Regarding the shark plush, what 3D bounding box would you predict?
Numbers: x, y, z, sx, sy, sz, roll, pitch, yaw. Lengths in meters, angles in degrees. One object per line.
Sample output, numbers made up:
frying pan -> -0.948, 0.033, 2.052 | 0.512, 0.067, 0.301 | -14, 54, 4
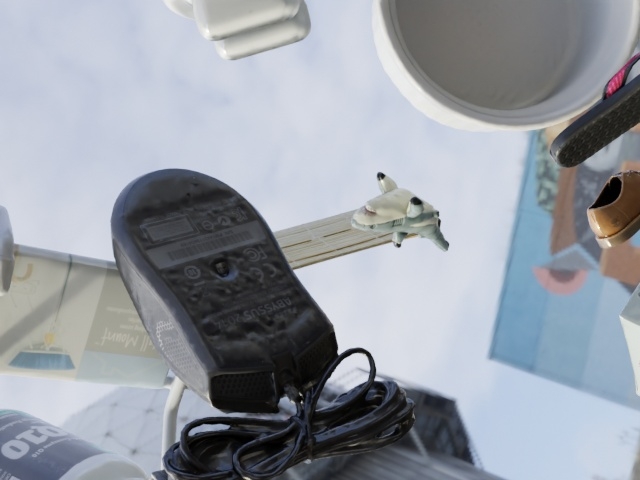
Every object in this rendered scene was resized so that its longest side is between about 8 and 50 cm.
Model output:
shark plush -> 0.097, -0.023, 1.166 | 0.067, 0.073, 0.161 | -56, -30, 7

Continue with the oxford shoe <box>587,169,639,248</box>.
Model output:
oxford shoe -> 0.466, -0.079, 1.480 | 0.212, 0.076, 0.076 | -41, -75, -30

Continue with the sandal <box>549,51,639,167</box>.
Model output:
sandal -> 0.270, -0.131, 0.867 | 0.179, 0.040, 0.067 | -35, -35, 15

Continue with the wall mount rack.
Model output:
wall mount rack -> -0.202, 0.136, 0.846 | 0.350, 0.130, 0.304 | 11, -71, -26

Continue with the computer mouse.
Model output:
computer mouse -> -0.073, 0.063, 0.730 | 0.188, 0.272, 0.072 | -12, -35, -30

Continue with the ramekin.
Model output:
ramekin -> 0.185, -0.245, 1.065 | 0.135, 0.277, 0.277 | 163, 126, -84

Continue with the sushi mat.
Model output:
sushi mat -> 0.000, 0.000, 1.480 | 0.316, 0.151, 0.019 | -15, -65, -17

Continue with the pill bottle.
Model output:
pill bottle -> -0.363, 0.378, 1.406 | 0.204, 0.361, 0.204 | -19, -65, -49

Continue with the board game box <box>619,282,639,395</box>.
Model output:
board game box -> 0.459, 0.031, 1.123 | 0.303, 0.097, 0.224 | -53, -35, -13

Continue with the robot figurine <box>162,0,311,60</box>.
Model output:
robot figurine -> -0.109, -0.393, 1.157 | 0.300, 0.199, 0.353 | 53, -157, -78
